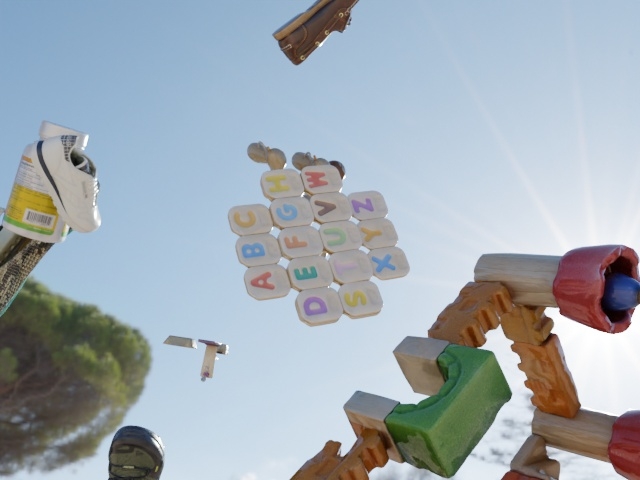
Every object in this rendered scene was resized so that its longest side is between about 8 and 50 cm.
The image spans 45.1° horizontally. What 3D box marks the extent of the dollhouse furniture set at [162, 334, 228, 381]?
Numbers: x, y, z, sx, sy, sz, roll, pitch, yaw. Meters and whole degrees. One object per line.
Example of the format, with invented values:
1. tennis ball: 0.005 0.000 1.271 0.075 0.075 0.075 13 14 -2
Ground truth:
1. dollhouse furniture set: -0.258 0.241 1.562 0.114 0.081 0.091 6 -11 14

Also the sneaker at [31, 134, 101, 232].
1. sneaker: -0.482 -0.107 1.535 0.094 0.090 0.235 -14 -44 3

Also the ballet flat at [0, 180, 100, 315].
1. ballet flat: -0.692 -0.028 1.795 0.164 0.483 0.182 13 -37 26

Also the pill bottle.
1. pill bottle: -0.588 -0.129 1.671 0.136 0.246 0.136 18 4 -1

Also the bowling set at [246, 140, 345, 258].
1. bowling set: -0.012 -0.118 1.633 0.154 0.200 0.287 27 -33 56

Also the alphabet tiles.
1. alphabet tiles: 0.000 0.000 1.246 0.278 0.284 0.021 -7 -28 -20

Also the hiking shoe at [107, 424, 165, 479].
1. hiking shoe: -0.282 0.381 1.147 0.086 0.114 0.227 6 -61 -7

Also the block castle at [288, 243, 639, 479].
1. block castle: 0.173 0.237 0.692 0.212 0.453 0.303 3 -54 49

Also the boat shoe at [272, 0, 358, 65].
1. boat shoe: 0.015 -0.384 1.320 0.207 0.073 0.073 -39 -70 -2
